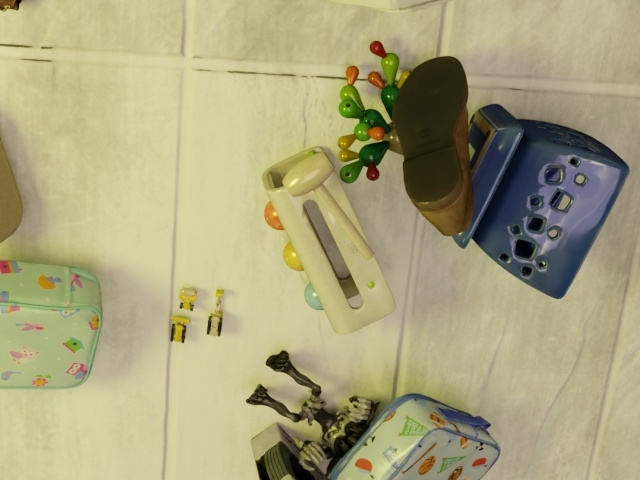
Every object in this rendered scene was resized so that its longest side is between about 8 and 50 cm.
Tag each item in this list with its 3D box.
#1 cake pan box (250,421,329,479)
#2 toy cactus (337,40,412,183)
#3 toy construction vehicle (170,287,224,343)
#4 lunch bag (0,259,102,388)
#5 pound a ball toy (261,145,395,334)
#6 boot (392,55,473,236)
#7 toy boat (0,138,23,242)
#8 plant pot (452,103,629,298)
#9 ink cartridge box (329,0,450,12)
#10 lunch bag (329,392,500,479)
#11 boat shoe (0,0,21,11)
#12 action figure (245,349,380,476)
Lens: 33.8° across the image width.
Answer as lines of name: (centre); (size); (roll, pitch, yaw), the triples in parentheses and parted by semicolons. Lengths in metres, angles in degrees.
cake pan box: (-0.013, 0.463, 1.799); (0.070, 0.246, 0.267); (-38, 111, 3)
toy cactus: (0.103, -0.181, 1.635); (0.180, 0.112, 0.219); (26, 69, -42)
toy construction vehicle: (-0.204, 0.124, 1.754); (0.085, 0.035, 0.098); (7, 108, 0)
lunch bag: (-0.487, 0.137, 1.633); (0.279, 0.108, 0.224); (5, 133, -18)
pound a ball toy: (0.000, 0.000, 1.639); (0.135, 0.208, 0.319); (-25, 113, 2)
boot: (0.175, -0.140, 1.546); (0.112, 0.305, 0.115); (-12, 141, 22)
toy boat: (-0.556, -0.090, 1.572); (0.151, 0.151, 0.231); (-2, 115, 23)
plant pot: (0.313, -0.077, 1.651); (0.212, 0.236, 0.236); (22, 106, -9)
ink cartridge box: (0.142, -0.534, 1.425); (0.285, 0.166, 0.395); (-20, 115, -28)
lunch bag: (0.173, 0.381, 1.810); (0.243, 0.115, 0.303); (-52, 143, 8)
boat shoe: (-0.443, -0.363, 1.501); (0.206, 0.073, 0.073); (-16, 111, -2)
action figure: (0.009, 0.313, 1.801); (0.275, 0.141, 0.164); (37, 90, -18)
